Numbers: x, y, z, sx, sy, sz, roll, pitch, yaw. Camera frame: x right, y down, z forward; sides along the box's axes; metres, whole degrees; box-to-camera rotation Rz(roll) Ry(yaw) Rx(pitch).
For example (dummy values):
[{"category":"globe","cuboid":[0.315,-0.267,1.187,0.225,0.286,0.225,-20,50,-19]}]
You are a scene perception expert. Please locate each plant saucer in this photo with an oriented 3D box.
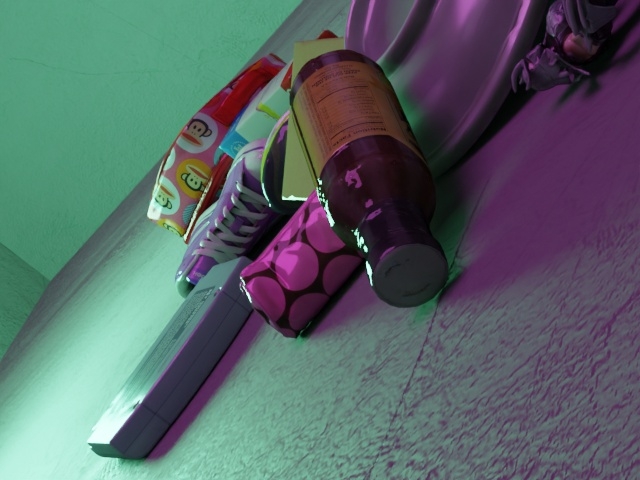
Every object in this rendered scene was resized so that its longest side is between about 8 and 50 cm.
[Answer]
[{"category":"plant saucer","cuboid":[0.115,-0.260,1.783,0.400,0.100,0.401,-52,28,43]}]

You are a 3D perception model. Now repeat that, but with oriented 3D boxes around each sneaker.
[{"category":"sneaker","cuboid":[0.024,-0.146,2.115,0.300,0.111,0.121,-52,19,21]},{"category":"sneaker","cuboid":[-0.116,-0.010,2.271,0.282,0.102,0.161,-55,9,47]}]

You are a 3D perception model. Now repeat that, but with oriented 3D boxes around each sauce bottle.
[{"category":"sauce bottle","cuboid":[0.048,-0.060,1.575,0.111,0.111,0.344,-47,31,20]}]

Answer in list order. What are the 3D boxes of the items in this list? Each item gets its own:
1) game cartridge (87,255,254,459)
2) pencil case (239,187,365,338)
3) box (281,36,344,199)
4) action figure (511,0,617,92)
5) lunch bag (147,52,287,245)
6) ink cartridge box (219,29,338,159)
[{"category":"game cartridge","cuboid":[-0.181,0.153,2.107,0.294,0.060,0.196,-55,8,-16]},{"category":"pencil case","cuboid":[0.000,0.000,1.757,0.209,0.098,0.095,-51,11,5]},{"category":"box","cuboid":[0.006,-0.147,2.030,0.164,0.021,0.201,6,91,61]},{"category":"action figure","cuboid":[0.265,-0.247,1.503,0.285,0.099,0.185,-52,16,14]},{"category":"lunch bag","cuboid":[-0.128,-0.152,2.474,0.293,0.120,0.258,-47,-11,-46]},{"category":"ink cartridge box","cuboid":[-0.017,-0.167,2.250,0.231,0.134,0.078,-41,16,44]}]
